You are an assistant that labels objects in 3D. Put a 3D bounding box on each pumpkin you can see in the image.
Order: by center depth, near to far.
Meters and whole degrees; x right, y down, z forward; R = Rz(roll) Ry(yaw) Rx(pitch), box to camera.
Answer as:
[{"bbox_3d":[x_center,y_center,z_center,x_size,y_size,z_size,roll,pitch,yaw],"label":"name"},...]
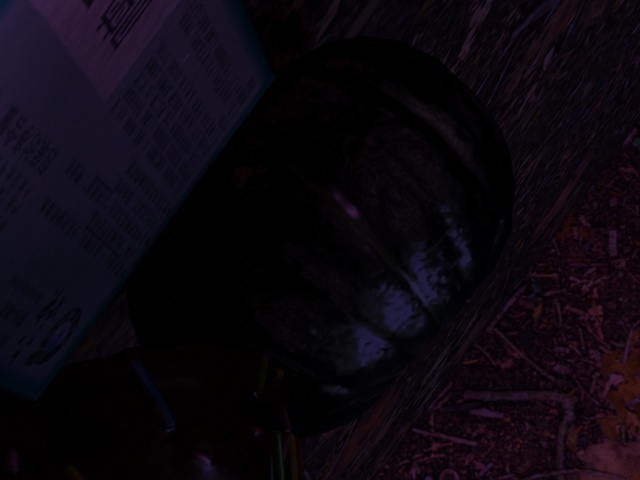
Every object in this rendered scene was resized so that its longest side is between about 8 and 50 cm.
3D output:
[{"bbox_3d":[0.000,0.000,0.915,0.220,0.162,0.220,-44,173,-7],"label":"pumpkin"}]

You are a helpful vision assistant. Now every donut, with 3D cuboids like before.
[{"bbox_3d":[-0.110,0.136,0.793,0.235,0.089,0.235,-20,152,-11],"label":"donut"}]

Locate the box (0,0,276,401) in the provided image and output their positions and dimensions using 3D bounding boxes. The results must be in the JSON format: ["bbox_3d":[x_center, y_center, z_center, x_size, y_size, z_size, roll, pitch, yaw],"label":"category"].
[{"bbox_3d":[-0.105,-0.047,0.517,0.153,0.092,0.245,-55,170,-7],"label":"box"}]
